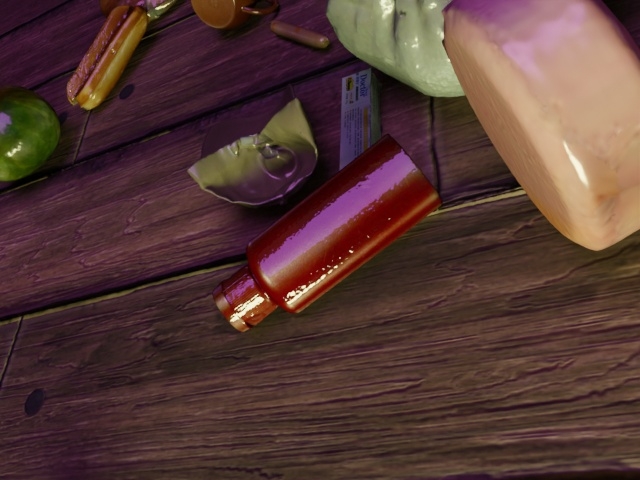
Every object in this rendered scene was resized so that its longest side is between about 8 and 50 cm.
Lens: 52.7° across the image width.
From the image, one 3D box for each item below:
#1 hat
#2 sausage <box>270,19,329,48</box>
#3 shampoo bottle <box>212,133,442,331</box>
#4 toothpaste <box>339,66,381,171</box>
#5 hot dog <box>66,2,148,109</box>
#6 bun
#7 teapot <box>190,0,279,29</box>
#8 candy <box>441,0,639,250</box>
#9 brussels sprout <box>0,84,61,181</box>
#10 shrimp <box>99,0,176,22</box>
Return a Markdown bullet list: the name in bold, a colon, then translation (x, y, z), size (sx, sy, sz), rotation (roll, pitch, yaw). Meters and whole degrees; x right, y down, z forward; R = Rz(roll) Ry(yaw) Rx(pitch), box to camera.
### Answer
- **hat**: translation (-0.066, -0.118, 0.847), size (0.166, 0.144, 0.173), rotation (-26, 5, 18)
- **sausage**: translation (-0.031, -0.308, 0.967), size (0.024, 0.024, 0.132), rotation (-50, 48, -6)
- **shampoo bottle**: translation (0.000, 0.000, 0.706), size (0.260, 0.064, 0.102), rotation (-37, 68, 6)
- **toothpaste**: translation (0.050, -0.140, 0.793), size (0.046, 0.034, 0.164), rotation (-14, 53, 24)
- **hot dog**: translation (-0.384, -0.344, 1.190), size (0.092, 0.062, 0.236), rotation (23, 79, 36)
- **bun**: translation (0.152, -0.338, 0.711), size (0.354, 0.194, 0.355), rotation (-16, 66, 39)
- **teapot**: translation (-0.146, -0.410, 1.066), size (0.173, 0.116, 0.116), rotation (24, 73, 13)
- **candy**: translation (0.192, -0.116, 0.543), size (0.094, 0.255, 0.255), rotation (-32, 48, 11)
- **brussels sprout**: translation (-0.537, -0.192, 1.141), size (0.161, 0.143, 0.181), rotation (-45, 48, 49)
- **shrimp**: translation (-0.317, -0.620, 1.330), size (0.271, 0.085, 0.445), rotation (-7, 59, 23)
